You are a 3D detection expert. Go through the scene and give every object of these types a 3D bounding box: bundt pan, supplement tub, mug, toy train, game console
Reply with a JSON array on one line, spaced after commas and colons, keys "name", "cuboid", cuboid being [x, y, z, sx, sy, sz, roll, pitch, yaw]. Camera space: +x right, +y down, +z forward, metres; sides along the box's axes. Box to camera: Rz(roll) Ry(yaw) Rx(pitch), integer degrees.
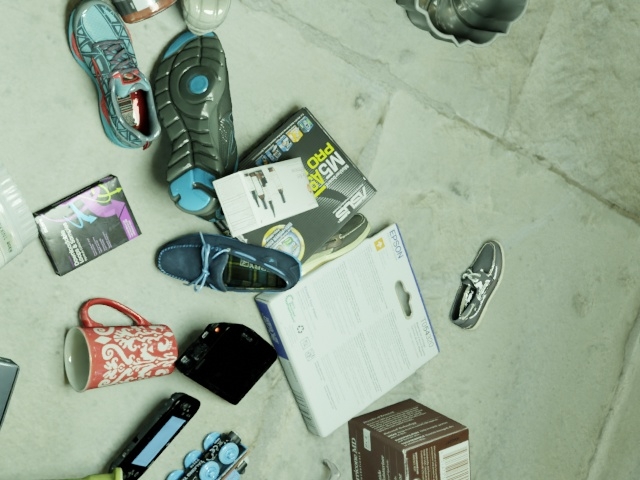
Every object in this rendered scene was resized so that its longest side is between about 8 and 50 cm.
[{"name": "bundt pan", "cuboid": [0.265, -0.543, 1.994, 0.331, 0.124, 0.330, -7, 102, -32]}, {"name": "supplement tub", "cuboid": [-0.318, -0.460, 1.647, 0.106, 0.106, 0.198, -37, 117, -22]}, {"name": "mug", "cuboid": [-0.341, 0.180, 1.754, 0.169, 0.113, 0.150, -2, 102, -36]}, {"name": "toy train", "cuboid": [-0.208, 0.444, 1.911, 0.184, 0.080, 0.105, -45, 128, -20]}, {"name": "game console", "cuboid": [-0.238, 0.302, 1.840, 0.361, 0.044, 0.213, -48, 149, -4]}]

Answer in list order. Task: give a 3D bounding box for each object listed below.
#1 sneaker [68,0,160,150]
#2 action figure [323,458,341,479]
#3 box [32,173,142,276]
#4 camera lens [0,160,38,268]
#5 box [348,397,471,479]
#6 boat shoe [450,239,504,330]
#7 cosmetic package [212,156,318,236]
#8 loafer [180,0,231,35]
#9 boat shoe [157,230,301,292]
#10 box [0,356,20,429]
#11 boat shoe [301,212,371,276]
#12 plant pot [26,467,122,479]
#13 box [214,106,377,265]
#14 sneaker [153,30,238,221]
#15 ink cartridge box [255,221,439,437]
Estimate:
[{"name": "sneaker", "cuboid": [-0.323, -0.275, 1.667, 0.104, 0.125, 0.261, -30, 114, -25]}, {"name": "action figure", "cuboid": [-0.043, 0.592, 1.988, 0.330, 0.178, 0.341, -46, 119, -25]}, {"name": "box", "cuboid": [-0.398, -0.026, 1.725, 0.162, 0.029, 0.116, -30, 114, -23]}, {"name": "camera lens", "cuboid": [-0.588, -0.016, 1.491, 0.274, 0.219, 0.219, -35, 116, -23]}, {"name": "box", "cuboid": [0.184, 0.450, 2.084, 0.167, 0.203, 0.168, -14, 106, -30]}, {"name": "boat shoe", "cuboid": [0.337, 0.094, 2.193, 0.065, 0.075, 0.206, 16, 95, -37]}, {"name": "cosmetic package", "cuboid": [-0.087, -0.077, 1.721, 0.239, 0.060, 0.099, -25, 97, -65]}, {"name": "loafer", "cuboid": [-0.186, -0.504, 1.728, 0.112, 0.111, 0.319, 14, 75, -16]}, {"name": "boat shoe", "cuboid": [-0.165, 0.040, 1.774, 0.258, 0.089, 0.109, 0, 110, 10]}, {"name": "box", "cuboid": [-0.621, 0.258, 1.618, 0.233, 0.059, 0.183, 19, 87, -34]}, {"name": "boat shoe", "cuboid": [-0.001, 0.000, 1.954, 0.223, 0.080, 0.073, -31, 119, -19]}, {"name": "plant pot", "cuboid": [-0.471, 0.497, 1.647, 0.254, 0.276, 0.276, 9, 95, -13]}, {"name": "box", "cuboid": [-0.060, -0.081, 1.874, 0.270, 0.060, 0.216, -43, 99, -18]}, {"name": "sneaker", "cuboid": [-0.208, -0.196, 1.754, 0.139, 0.125, 0.340, 42, 45, -71]}, {"name": "ink cartridge box", "cuboid": [0.062, 0.173, 2.036, 0.330, 0.071, 0.324, -32, 115, -28]}]
